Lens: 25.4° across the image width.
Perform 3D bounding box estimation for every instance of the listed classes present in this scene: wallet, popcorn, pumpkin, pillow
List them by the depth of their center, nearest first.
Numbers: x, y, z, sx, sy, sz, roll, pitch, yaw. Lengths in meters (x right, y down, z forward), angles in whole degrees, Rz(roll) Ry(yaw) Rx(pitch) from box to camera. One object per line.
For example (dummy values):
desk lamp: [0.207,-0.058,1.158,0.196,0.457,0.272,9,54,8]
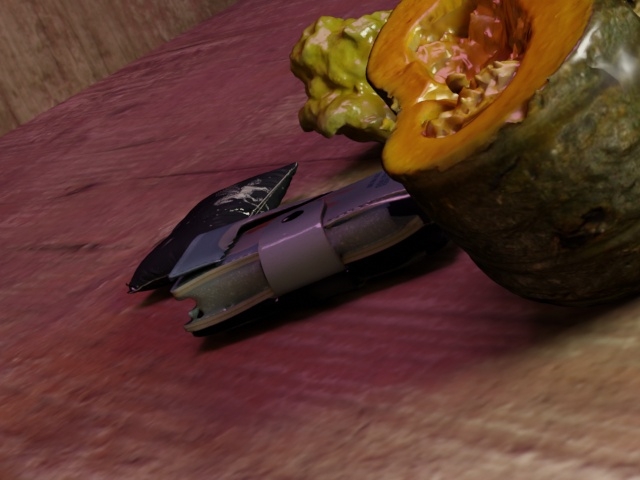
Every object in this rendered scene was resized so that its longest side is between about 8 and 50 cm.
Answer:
pumpkin: [0.180,-0.089,0.954,0.242,0.232,0.325,-42,23,22]
wallet: [0.000,0.000,1.249,0.250,0.075,0.176,-20,11,14]
pillow: [-0.107,-0.014,1.474,0.141,0.055,0.208,-26,14,27]
popcorn: [0.067,-0.167,1.520,0.197,0.156,0.197,-3,-2,0]
